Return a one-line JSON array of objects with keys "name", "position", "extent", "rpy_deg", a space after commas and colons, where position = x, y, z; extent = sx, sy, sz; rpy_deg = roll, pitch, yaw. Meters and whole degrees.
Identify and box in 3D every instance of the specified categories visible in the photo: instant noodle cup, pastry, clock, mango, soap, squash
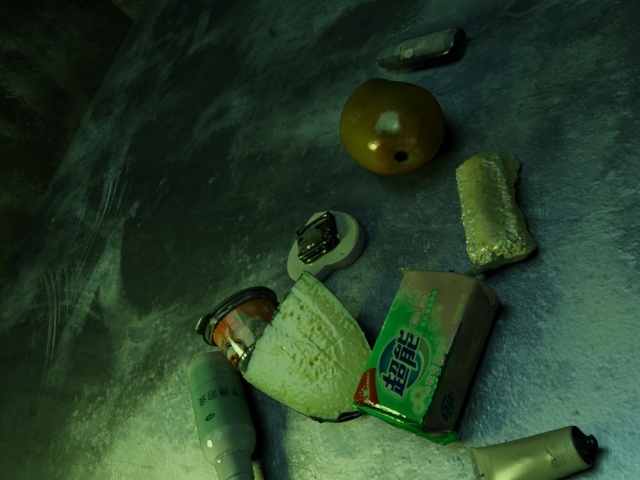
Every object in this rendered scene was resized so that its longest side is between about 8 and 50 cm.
[{"name": "instant noodle cup", "position": [-0.140, 0.201, 1.257], "extent": [0.125, 0.208, 0.177], "rpy_deg": [51, 143, 31]}, {"name": "pastry", "position": [0.309, -0.065, 1.077], "extent": [0.122, 0.089, 0.258], "rpy_deg": [-11, 56, 24]}, {"name": "clock", "position": [0.000, 0.000, 1.343], "extent": [0.198, 0.064, 0.172], "rpy_deg": [-31, 44, 22]}, {"name": "mango", "position": [0.143, -0.258, 1.319], "extent": [0.211, 0.173, 0.317], "rpy_deg": [-44, 33, 9]}, {"name": "soap", "position": [0.174, 0.182, 1.009], "extent": [0.218, 0.098, 0.273], "rpy_deg": [3, 61, 52]}, {"name": "squash", "position": [0.002, 0.208, 1.114], "extent": [0.236, 0.204, 0.155], "rpy_deg": [-58, 16, -7]}]

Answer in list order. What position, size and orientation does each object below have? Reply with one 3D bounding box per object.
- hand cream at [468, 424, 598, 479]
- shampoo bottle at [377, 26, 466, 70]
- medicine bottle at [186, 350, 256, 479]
[{"name": "hand cream", "position": [0.294, 0.306, 0.838], "extent": [0.186, 0.054, 0.087], "rpy_deg": [-33, 47, 31]}, {"name": "shampoo bottle", "position": [0.240, -0.461, 1.467], "extent": [0.234, 0.049, 0.087], "rpy_deg": [2, 65, 45]}, {"name": "medicine bottle", "position": [-0.187, 0.380, 1.197], "extent": [0.110, 0.110, 0.351], "rpy_deg": [-42, 40, 12]}]
